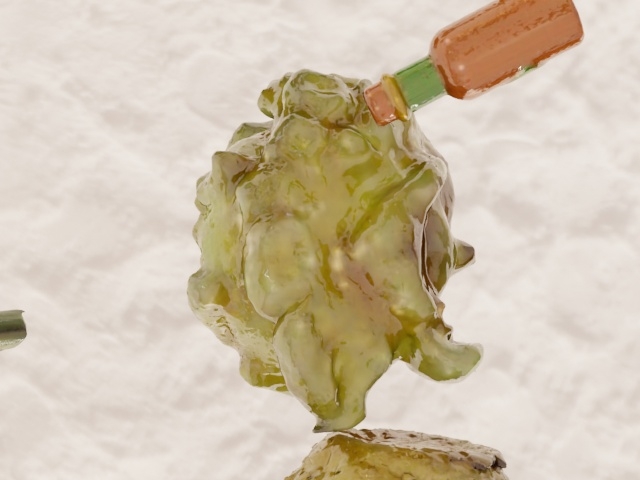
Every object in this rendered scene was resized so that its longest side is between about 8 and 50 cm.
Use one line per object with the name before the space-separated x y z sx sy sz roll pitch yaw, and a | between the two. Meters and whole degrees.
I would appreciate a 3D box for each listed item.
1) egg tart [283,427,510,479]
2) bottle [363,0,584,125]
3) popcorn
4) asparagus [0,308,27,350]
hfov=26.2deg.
egg tart | 0.078 0.236 1.243 0.294 0.294 0.123 10 84 -26
bottle | 0.123 -0.152 1.144 0.187 0.069 0.069 -26 110 2
popcorn | -0.001 0.009 1.304 0.274 0.279 0.336 11 83 -27
asparagus | -0.525 0.129 1.810 0.277 0.060 0.067 -2 104 -31
